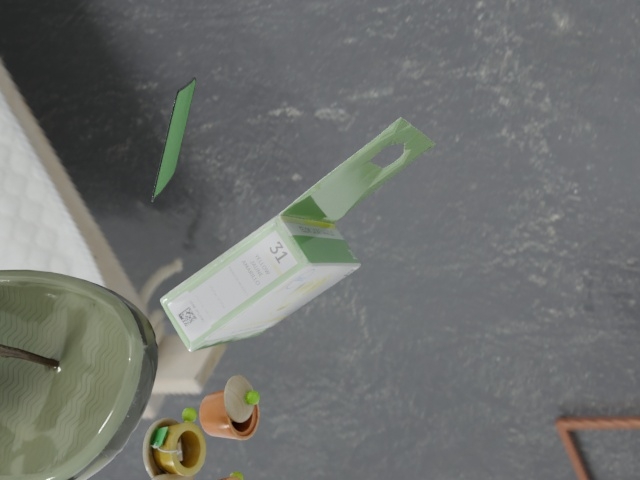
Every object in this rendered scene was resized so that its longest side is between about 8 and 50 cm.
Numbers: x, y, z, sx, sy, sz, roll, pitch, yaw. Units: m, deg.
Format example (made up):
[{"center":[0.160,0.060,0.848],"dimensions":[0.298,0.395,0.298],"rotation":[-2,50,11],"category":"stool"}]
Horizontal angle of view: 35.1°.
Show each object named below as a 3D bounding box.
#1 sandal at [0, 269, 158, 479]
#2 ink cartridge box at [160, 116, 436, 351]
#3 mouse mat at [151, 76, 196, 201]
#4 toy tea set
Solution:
[{"center":[-0.228,0.053,0.530],"dimensions":[0.302,0.120,0.086],"rotation":[13,169,17],"category":"sandal"},{"center":[0.000,0.000,0.832],"dimensions":[0.235,0.171,0.056],"rotation":[-34,81,12],"category":"ink cartridge box"},{"center":[-0.199,-0.142,1.385],"dimensions":[0.007,0.190,0.153],"rotation":[15,104,-2],"category":"mouse mat"},{"center":[-0.134,0.332,1.307],"dimensions":[0.124,0.336,0.200],"rotation":[-10,155,32],"category":"toy tea set"}]
